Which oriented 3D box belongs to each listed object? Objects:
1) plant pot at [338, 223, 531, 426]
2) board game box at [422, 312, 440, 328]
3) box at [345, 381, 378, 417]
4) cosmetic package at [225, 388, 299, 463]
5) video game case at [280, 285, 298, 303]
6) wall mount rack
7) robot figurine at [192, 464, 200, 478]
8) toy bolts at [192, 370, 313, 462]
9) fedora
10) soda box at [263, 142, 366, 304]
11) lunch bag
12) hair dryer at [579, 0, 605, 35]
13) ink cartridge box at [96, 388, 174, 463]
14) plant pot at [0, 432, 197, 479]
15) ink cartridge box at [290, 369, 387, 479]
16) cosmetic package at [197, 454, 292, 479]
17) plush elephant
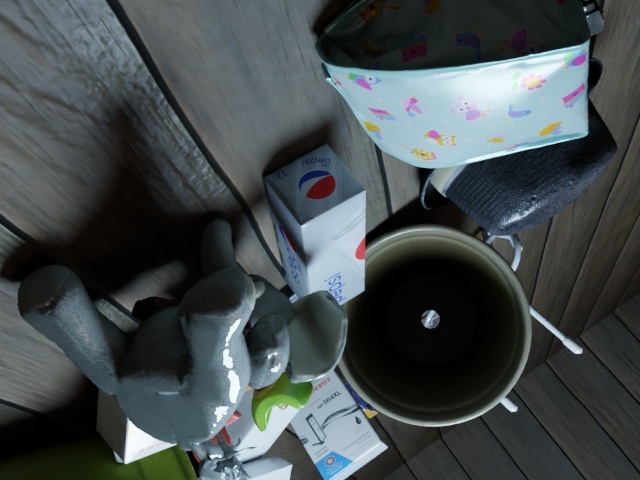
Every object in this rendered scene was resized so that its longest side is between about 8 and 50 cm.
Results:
[{"bbox_3d":[0.192,0.144,1.228,0.323,0.323,0.280,-39,171,4],"label":"plant pot"},{"bbox_3d":[0.331,0.256,1.701,0.291,0.141,0.232,-37,153,2],"label":"board game box"},{"bbox_3d":[0.093,0.396,1.706,0.028,0.081,0.136,-40,153,7],"label":"box"},{"bbox_3d":[-0.132,0.358,1.375,0.117,0.085,0.231,-5,138,-45],"label":"cosmetic package"},{"bbox_3d":[-0.037,0.150,1.221,0.196,0.026,0.274,-38,154,2],"label":"video game case"},{"bbox_3d":[0.354,0.154,1.391,0.130,0.304,0.350,11,132,-23],"label":"wall mount rack"},{"bbox_3d":[-0.299,0.579,1.435,0.278,0.209,0.173,-22,171,-29],"label":"robot figurine"},{"bbox_3d":[-0.146,0.205,1.068,0.228,0.158,0.218,-36,-166,13],"label":"toy bolts"},{"bbox_3d":[0.319,-0.115,1.043,0.334,0.152,0.334,-30,162,-11],"label":"fedora"},{"bbox_3d":[0.000,0.000,0.951,0.098,0.091,0.286,-30,153,-14],"label":"soda box"},{"bbox_3d":[0.148,-0.187,0.753,0.262,0.160,0.223,-9,160,19],"label":"lunch bag"},{"bbox_3d":[0.284,-0.288,0.845,0.224,0.080,0.293,-36,153,-1],"label":"hair dryer"},{"bbox_3d":[-0.253,0.232,0.966,0.092,0.090,0.143,-9,118,-43],"label":"ink cartridge box"},{"bbox_3d":[-0.403,0.447,0.956,0.353,0.366,0.366,9,130,-39],"label":"plant pot"},{"bbox_3d":[0.027,0.406,1.509,0.148,0.203,0.086,-36,151,-2],"label":"ink cartridge box"},{"bbox_3d":[-0.166,0.508,1.376,0.239,0.060,0.098,2,103,-48],"label":"cosmetic package"},{"bbox_3d":[-0.124,0.100,0.825,0.272,0.255,0.330,-6,124,24],"label":"plush elephant"}]
